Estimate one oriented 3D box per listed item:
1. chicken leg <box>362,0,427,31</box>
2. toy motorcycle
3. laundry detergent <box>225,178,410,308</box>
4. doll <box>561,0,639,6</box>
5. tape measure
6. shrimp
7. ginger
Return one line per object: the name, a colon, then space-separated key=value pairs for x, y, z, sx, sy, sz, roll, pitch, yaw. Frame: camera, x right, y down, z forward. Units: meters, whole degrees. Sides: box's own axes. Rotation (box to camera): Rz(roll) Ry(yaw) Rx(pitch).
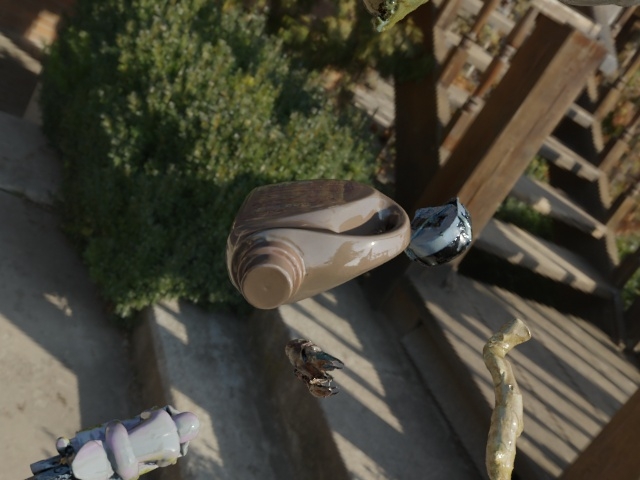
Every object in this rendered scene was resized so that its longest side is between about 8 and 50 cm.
chicken leg: x=0.232 y=-0.559 z=1.469 sx=0.153 sy=0.429 sz=0.201 roll=48 pitch=38 yaw=-11
toy motorcycle: x=-0.203 y=0.221 z=0.875 sx=0.225 sy=0.152 sz=0.073 roll=-1 pitch=69 yaw=-66
laundry detergent: x=0.000 y=0.000 z=0.763 sx=0.171 sy=0.076 sz=0.237 roll=-4 pitch=15 yaw=2
doll: x=0.366 y=-0.357 z=0.938 sx=0.221 sy=0.251 sz=0.221 roll=56 pitch=12 yaw=-18
tape measure: x=0.151 y=-0.009 z=1.043 sx=0.054 sy=0.091 sz=0.094 roll=57 pitch=34 yaw=-23
shrimp: x=-0.005 y=0.105 z=0.672 sx=0.029 sy=0.038 sz=0.092 roll=-3 pitch=5 yaw=-19
ginger: x=0.296 y=0.253 z=1.320 sx=0.089 sy=0.075 sz=0.288 roll=51 pitch=38 yaw=-36
